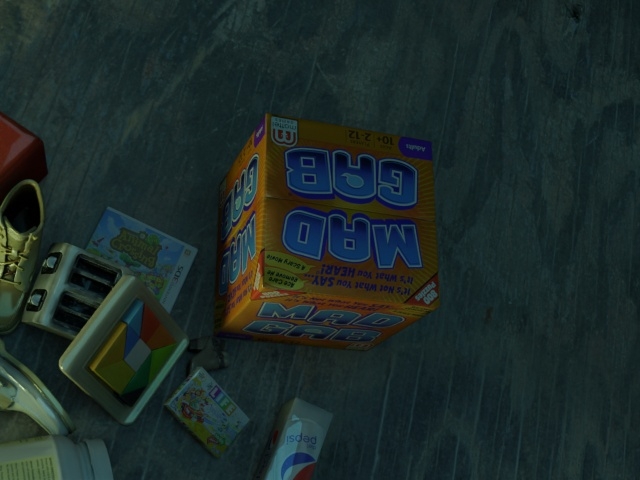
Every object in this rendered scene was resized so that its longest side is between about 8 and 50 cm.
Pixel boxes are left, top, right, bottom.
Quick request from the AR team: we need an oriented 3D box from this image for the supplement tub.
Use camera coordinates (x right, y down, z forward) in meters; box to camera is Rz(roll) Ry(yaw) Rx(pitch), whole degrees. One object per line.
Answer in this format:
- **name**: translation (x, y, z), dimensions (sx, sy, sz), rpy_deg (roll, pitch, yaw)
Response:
- **supplement tub**: translation (-0.528, 0.462, 1.564), dimensions (0.324, 0.235, 0.236), rpy_deg (-5, 72, -23)

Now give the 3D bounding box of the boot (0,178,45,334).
- **boot**: translation (-0.578, 0.032, 1.723), dimensions (0.095, 0.203, 0.262), rpy_deg (16, 65, -16)

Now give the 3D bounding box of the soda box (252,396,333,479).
- **soda box**: translation (-0.073, 0.464, 1.824), dimensions (0.091, 0.098, 0.286), rpy_deg (27, 62, -10)

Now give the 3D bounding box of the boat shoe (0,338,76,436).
- **boat shoe**: translation (-0.585, 0.272, 1.691), dimensions (0.302, 0.113, 0.103), rpy_deg (41, 62, 9)

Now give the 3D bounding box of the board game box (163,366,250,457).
- **board game box**: translation (-0.226, 0.342, 1.825), dimensions (0.154, 0.026, 0.103), rpy_deg (50, 60, -16)

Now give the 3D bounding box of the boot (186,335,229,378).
- **boot**: translation (-0.229, 0.251, 1.874), dimensions (0.087, 0.042, 0.119), rpy_deg (9, 68, -21)

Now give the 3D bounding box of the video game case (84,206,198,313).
- **video game case**: translation (-0.385, 0.056, 1.895), dimensions (0.212, 0.023, 0.193), rpy_deg (26, 63, -11)

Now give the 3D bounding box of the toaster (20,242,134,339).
- **toaster**: translation (-0.459, 0.111, 1.761), dimensions (0.185, 0.110, 0.168), rpy_deg (26, 75, -25)

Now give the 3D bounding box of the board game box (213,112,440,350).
- **board game box**: translation (0.000, 0.000, 1.880), dimensions (0.356, 0.356, 0.356), rpy_deg (8, 68, -19)

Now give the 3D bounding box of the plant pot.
- **plant pot**: translation (-0.699, -0.140, 1.725), dimensions (0.267, 0.267, 0.236), rpy_deg (34, 74, -6)

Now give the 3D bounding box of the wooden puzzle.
- **wooden puzzle**: translation (-0.361, 0.214, 1.744), dimensions (0.221, 0.044, 0.239), rpy_deg (-56, 141, -22)
